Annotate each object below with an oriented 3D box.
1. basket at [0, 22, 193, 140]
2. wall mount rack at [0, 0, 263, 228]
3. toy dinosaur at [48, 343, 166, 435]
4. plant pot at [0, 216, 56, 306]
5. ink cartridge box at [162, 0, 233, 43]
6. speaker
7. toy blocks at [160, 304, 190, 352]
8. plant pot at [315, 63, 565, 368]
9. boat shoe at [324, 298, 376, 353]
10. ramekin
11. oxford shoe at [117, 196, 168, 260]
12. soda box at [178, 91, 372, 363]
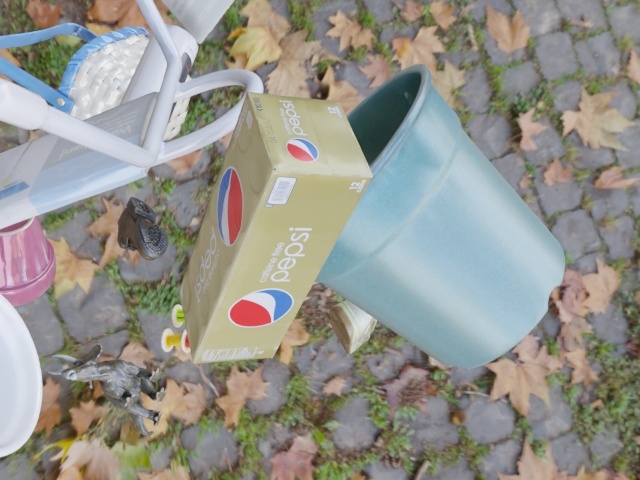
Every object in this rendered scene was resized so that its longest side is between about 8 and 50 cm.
[{"bbox_3d":[-0.386,-0.271,1.204,0.289,0.201,0.255,38,32,2],"label":"basket"},{"bbox_3d":[-0.221,-0.067,0.468,0.350,0.304,0.130,-19,123,9],"label":"wall mount rack"},{"bbox_3d":[-0.413,0.309,1.495,0.160,0.313,0.121,21,66,27],"label":"toy dinosaur"},{"bbox_3d":[-0.663,0.009,1.483,0.201,0.180,0.201,10,42,-9],"label":"plant pot"},{"bbox_3d":[-0.160,-0.433,0.701,0.091,0.308,0.385,-40,100,-29],"label":"ink cartridge box"},{"bbox_3d":[-0.178,-0.169,0.767,0.055,0.055,0.136,20,60,-11],"label":"speaker"},{"bbox_3d":[-0.267,0.195,1.574,0.148,0.054,0.123,-1,46,18],"label":"toy blocks"},{"bbox_3d":[0.143,-0.010,1.014,0.334,0.341,0.341,41,75,-15],"label":"plant pot"},{"bbox_3d":[0.072,0.165,1.438,0.089,0.285,0.104,-30,84,-7],"label":"boat shoe"},{"bbox_3d":[-0.562,0.206,1.064,0.135,0.277,0.277,-20,87,8],"label":"ramekin"},{"bbox_3d":[-0.395,-0.005,1.550,0.083,0.227,0.096,32,100,-33],"label":"oxford shoe"},{"bbox_3d":[-0.036,0.001,0.428,0.058,0.181,0.061,1,50,-27],"label":"soda box"}]
